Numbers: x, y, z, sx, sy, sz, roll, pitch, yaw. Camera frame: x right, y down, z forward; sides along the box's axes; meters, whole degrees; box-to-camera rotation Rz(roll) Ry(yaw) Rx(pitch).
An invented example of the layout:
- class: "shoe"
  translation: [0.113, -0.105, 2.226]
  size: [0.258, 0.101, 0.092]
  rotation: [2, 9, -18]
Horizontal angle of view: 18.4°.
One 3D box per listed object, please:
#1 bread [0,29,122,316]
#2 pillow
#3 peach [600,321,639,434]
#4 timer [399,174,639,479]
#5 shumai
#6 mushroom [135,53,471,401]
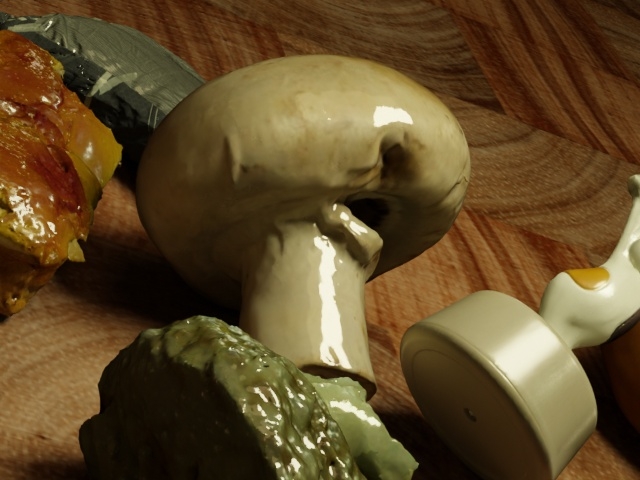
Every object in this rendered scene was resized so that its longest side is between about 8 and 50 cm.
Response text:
- class: "bread"
  translation: [-0.263, -0.072, 1.682]
  size: [0.185, 0.109, 0.380]
  rotation: [25, 22, -7]
- class: "pillow"
  translation: [-0.172, -0.129, 1.908]
  size: [0.335, 0.092, 0.161]
  rotation: [37, 23, 19]
- class: "peach"
  translation: [0.439, 0.069, 1.867]
  size: [0.301, 0.343, 0.343]
  rotation: [1, 35, -42]
- class: "timer"
  translation: [0.219, 0.071, 1.672]
  size: [0.266, 0.175, 0.175]
  rotation: [-37, 60, -22]
- class: "shumai"
  translation: [-0.024, 0.159, 1.374]
  size: [0.218, 0.189, 0.256]
  rotation: [0, 41, -44]
- class: "mushroom"
  translation: [0.000, 0.000, 1.648]
  size: [0.292, 0.292, 0.290]
  rotation: [9, 54, -37]
